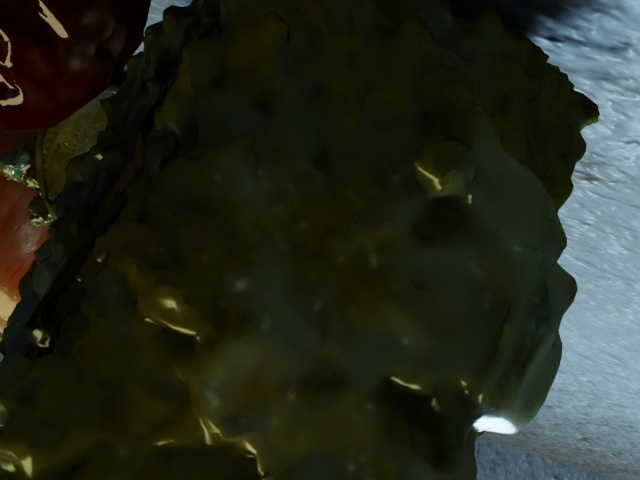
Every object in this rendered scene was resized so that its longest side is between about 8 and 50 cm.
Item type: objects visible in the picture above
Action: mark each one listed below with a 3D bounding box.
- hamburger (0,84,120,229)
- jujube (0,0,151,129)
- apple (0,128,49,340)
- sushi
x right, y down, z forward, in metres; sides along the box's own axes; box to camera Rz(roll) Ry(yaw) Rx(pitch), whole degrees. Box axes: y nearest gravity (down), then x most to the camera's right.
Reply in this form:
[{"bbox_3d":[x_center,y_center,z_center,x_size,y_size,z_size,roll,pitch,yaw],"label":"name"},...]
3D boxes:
[{"bbox_3d":[-0.194,-0.060,1.140,0.185,0.159,0.131,5,179,-21],"label":"hamburger"},{"bbox_3d":[-0.202,-0.160,0.688,0.230,0.155,0.155,31,166,-28],"label":"jujube"},{"bbox_3d":[-0.310,-0.016,1.351,0.242,0.241,0.242,22,172,3],"label":"apple"},{"bbox_3d":[-0.040,0.037,0.705,0.240,0.396,0.351,28,163,-15],"label":"sushi"}]
